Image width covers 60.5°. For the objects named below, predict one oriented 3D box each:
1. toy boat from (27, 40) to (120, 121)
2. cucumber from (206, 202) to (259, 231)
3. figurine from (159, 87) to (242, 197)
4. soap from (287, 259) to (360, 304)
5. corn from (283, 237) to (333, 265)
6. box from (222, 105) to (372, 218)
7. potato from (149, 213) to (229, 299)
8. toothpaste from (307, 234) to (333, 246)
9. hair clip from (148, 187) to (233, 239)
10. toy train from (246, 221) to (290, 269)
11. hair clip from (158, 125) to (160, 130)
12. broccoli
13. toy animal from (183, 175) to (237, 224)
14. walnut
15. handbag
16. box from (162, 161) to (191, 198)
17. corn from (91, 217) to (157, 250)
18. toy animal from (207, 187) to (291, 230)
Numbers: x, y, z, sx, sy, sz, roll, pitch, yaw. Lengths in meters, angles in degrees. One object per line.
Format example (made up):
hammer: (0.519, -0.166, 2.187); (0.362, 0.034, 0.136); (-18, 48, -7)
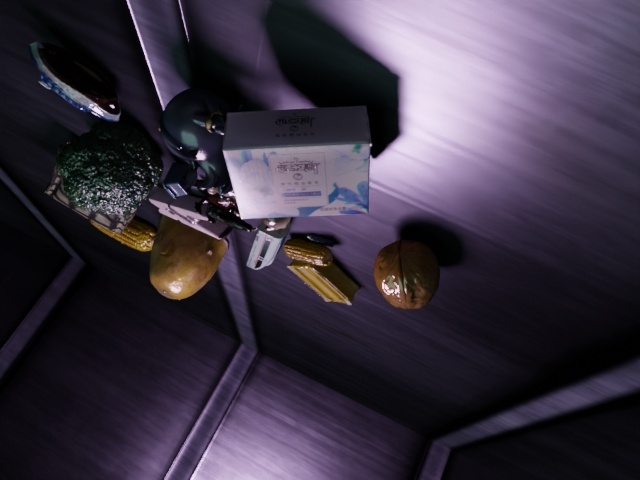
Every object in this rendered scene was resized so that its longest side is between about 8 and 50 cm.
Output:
toy boat: (-0.623, -0.394, 1.395); (0.262, 0.114, 0.115); (35, 143, -23)
cucumber: (-0.237, -0.056, 1.492); (0.163, 0.039, 0.043); (28, 117, 15)
figurine: (-0.238, -0.222, 1.248); (0.265, 0.175, 0.197); (31, 130, -11)
soap: (0.012, 0.119, 1.787); (0.135, 0.076, 0.233); (3, 146, 46)
corn: (-0.041, 0.035, 1.666); (0.207, 0.068, 0.068); (14, 154, 49)
box: (-0.039, -0.150, 1.092); (0.274, 0.116, 0.203); (-2, 142, 2)
potato: (-0.544, 0.072, 2.047); (0.397, 0.296, 0.290); (-2, 140, 47)
toothpaste: (0.000, 0.000, 1.632); (0.083, 0.019, 0.027); (17, 141, 14)
hair clip: (-0.430, -0.099, 1.826); (0.330, 0.085, 0.101); (20, 154, 34)
toy train: (-0.175, 0.018, 1.783); (0.088, 0.087, 0.407); (24, 157, -5)
hair clip: (-0.356, -0.269, 1.463); (0.188, 0.033, 0.060); (15, 156, 29)
broccoli: (-0.617, -0.229, 1.618); (0.298, 0.297, 0.297); (53, -175, -43)
toy animal: (-0.291, -0.138, 1.609); (0.179, 0.116, 0.218); (-22, 129, 30)
walnut: (0.218, 0.084, 1.388); (0.167, 0.167, 0.207); (16, 151, 27)
handbag: (-0.805, -0.187, 1.985); (0.325, 0.163, 0.327); (33, 149, -18)
box: (-0.416, -0.180, 1.636); (0.054, 0.099, 0.074); (-2, 144, 25)
corn: (-0.836, -0.048, 2.336); (0.363, 0.120, 0.120); (20, 155, 22)
toy animal: (-0.181, -0.122, 1.459); (0.233, 0.121, 0.168); (40, 166, -30)
